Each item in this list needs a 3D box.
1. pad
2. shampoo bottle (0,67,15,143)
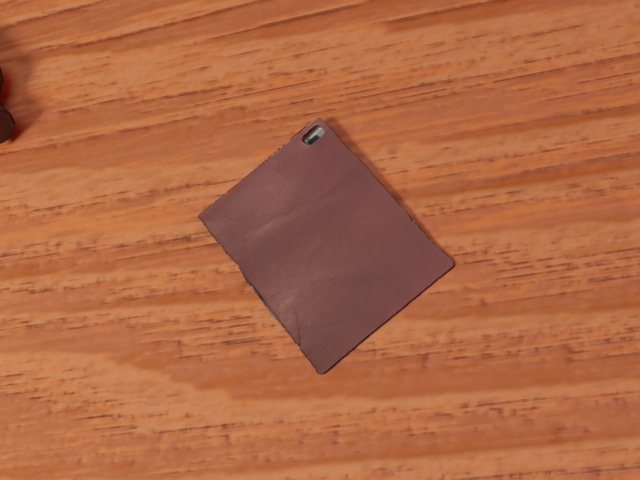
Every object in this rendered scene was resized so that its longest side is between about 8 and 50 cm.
[{"bbox_3d":[0.000,0.000,1.195,0.113,0.006,0.188,-39,46,-2],"label":"pad"},{"bbox_3d":[-0.298,-0.125,1.460,0.080,0.040,0.165,-45,45,-7],"label":"shampoo bottle"}]
